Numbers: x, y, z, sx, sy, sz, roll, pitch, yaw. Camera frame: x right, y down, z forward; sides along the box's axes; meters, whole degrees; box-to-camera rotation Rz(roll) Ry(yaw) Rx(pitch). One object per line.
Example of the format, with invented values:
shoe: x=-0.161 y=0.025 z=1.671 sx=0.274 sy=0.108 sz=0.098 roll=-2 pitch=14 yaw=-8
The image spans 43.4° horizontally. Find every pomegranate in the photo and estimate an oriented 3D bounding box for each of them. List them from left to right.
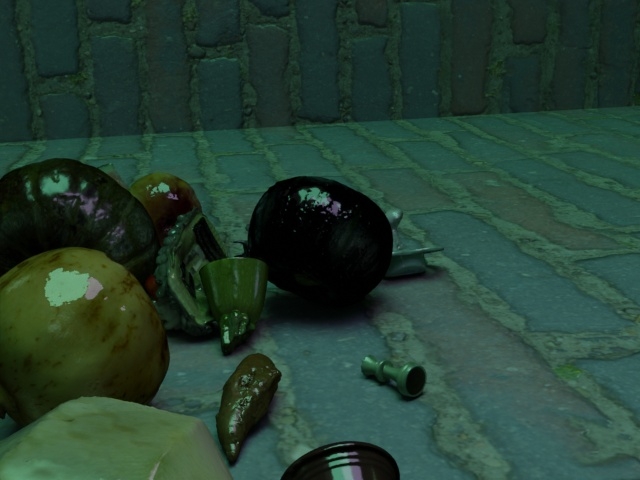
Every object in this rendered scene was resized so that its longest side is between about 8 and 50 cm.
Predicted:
pomegranate: x=-0.285 y=0.121 z=0.902 sx=0.215 sy=0.215 sz=0.215 roll=-1 pitch=17 yaw=0

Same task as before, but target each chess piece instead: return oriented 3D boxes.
chess piece: x=0.086 y=0.165 z=1.001 sx=0.042 sy=0.042 sz=0.093 roll=-15 pitch=15 yaw=-38

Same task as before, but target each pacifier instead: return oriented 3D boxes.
pacifier: x=0.134 y=0.004 z=1.393 sx=0.150 sy=0.117 sz=0.127 roll=-9 pitch=-7 yaw=-12

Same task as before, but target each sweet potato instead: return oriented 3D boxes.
sweet potato: x=-0.084 y=0.181 z=0.928 sx=0.068 sy=0.060 sz=0.206 roll=-29 pitch=18 yaw=23

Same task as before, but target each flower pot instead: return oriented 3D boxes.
flower pot: x=0.025 y=0.239 z=0.679 sx=0.111 sy=0.111 sz=0.089 roll=-5 pitch=33 yaw=-11

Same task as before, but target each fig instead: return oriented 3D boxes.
fig: x=-0.336 y=-0.063 z=1.561 sx=0.159 sy=0.159 sz=0.257 roll=-13 pitch=26 yaw=-33

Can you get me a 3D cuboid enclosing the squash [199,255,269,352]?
squash: x=-0.117 y=0.100 z=1.142 sx=0.105 sy=0.132 sz=0.105 roll=-6 pitch=-26 yaw=-3

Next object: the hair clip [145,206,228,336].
hair clip: x=-0.217 y=0.053 z=1.271 sx=0.091 sy=0.138 sz=0.321 roll=-30 pitch=16 yaw=9

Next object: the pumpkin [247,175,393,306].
pumpkin: x=0.000 y=0.000 z=1.229 sx=0.233 sy=0.233 sz=0.163 roll=7 pitch=63 yaw=26

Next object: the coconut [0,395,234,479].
coconut: x=-0.138 y=0.228 z=0.488 sx=0.259 sy=0.259 sz=0.259 roll=-1 pitch=17 yaw=0

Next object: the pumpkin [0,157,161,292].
pumpkin: x=-0.429 y=-0.025 z=1.352 sx=0.324 sy=0.232 sz=0.242 roll=-1 pitch=14 yaw=-9

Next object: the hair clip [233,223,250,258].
hair clip: x=-0.068 y=0.015 z=1.470 sx=0.187 sy=0.056 sz=0.146 roll=-3 pitch=24 yaw=-15

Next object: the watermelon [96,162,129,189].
watermelon: x=-0.459 y=-0.053 z=1.629 sx=0.202 sy=0.136 sz=0.207 roll=-6 pitch=31 yaw=7
